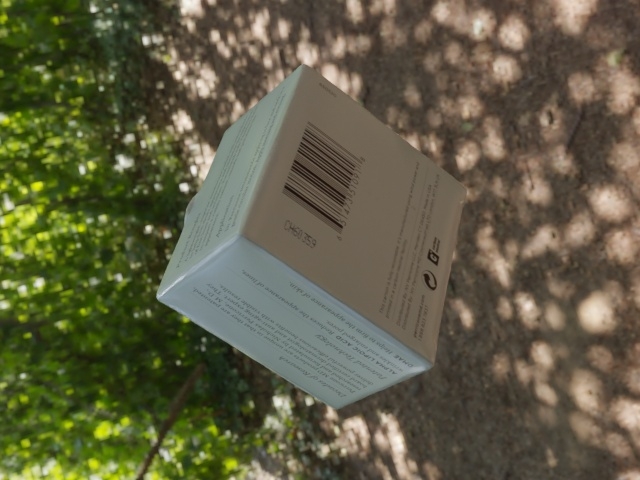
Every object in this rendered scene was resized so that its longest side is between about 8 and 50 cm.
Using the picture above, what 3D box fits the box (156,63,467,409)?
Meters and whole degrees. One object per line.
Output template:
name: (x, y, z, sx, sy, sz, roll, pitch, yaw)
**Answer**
box: (0.000, 0.000, 0.750, 0.119, 0.182, 0.181, -33, 31, 44)
